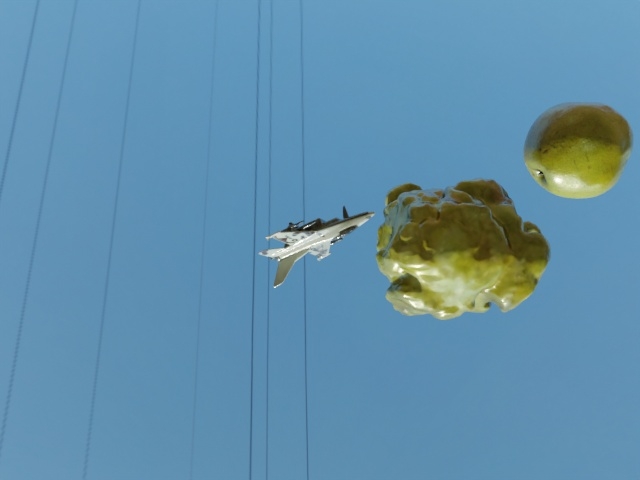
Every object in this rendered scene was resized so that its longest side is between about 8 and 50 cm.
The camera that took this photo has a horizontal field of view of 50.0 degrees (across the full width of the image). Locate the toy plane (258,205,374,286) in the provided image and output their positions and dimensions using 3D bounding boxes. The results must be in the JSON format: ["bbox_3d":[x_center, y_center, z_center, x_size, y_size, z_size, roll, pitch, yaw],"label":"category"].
[{"bbox_3d":[-0.009,-0.010,1.206,0.234,0.160,0.082,-37,-124,21],"label":"toy plane"}]

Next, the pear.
[{"bbox_3d":[0.496,-0.176,1.332,0.198,0.198,0.198,1,-115,-2],"label":"pear"}]

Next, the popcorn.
[{"bbox_3d":[0.208,0.005,1.077,0.241,0.250,0.235,25,-70,-14],"label":"popcorn"}]
